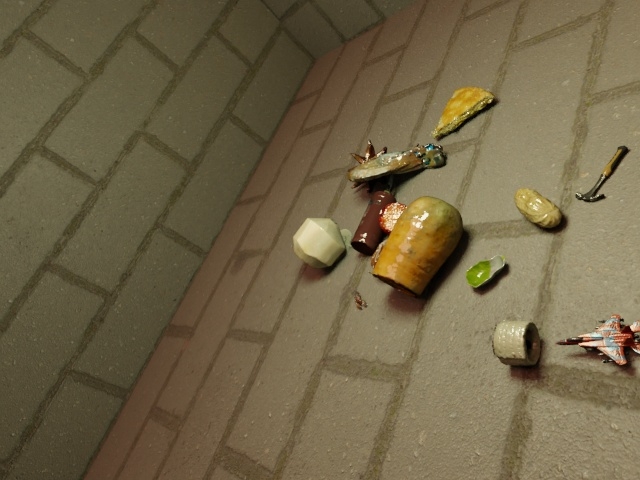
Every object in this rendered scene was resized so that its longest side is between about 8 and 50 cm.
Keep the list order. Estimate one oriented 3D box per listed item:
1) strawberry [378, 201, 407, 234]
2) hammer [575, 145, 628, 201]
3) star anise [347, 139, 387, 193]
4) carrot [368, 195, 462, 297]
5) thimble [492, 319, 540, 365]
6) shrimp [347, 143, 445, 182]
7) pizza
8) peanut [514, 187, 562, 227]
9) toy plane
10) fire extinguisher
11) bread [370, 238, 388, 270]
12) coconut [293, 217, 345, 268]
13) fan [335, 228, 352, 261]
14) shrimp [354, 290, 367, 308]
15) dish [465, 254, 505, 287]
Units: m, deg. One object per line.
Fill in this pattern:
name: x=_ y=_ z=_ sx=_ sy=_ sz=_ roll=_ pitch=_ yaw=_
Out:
strawberry: x=0.308 y=-0.083 z=1.877 sx=0.145 sy=0.086 sz=0.145 roll=-3 pitch=69 yaw=7
hammer: x=0.851 y=-0.198 z=1.372 sx=0.201 sy=0.021 sz=0.078 roll=-53 pitch=31 yaw=-1
star anise: x=0.251 y=-0.353 z=2.253 sx=0.272 sy=0.103 sz=0.271 roll=-6 pitch=81 yaw=37
carrot: x=0.344 y=0.020 z=1.617 sx=0.340 sy=0.224 sz=0.224 roll=-59 pitch=31 yaw=-5
thimble: x=0.522 y=0.272 z=1.229 sx=0.090 sy=0.102 sz=0.115 roll=-11 pitch=42 yaw=48
shrimp: x=0.322 y=-0.335 z=2.031 sx=0.446 sy=0.109 sz=0.221 roll=-11 pitch=19 yaw=26
pizza: x=0.601 y=-0.558 z=2.038 sx=0.287 sy=0.075 sz=0.280 roll=-46 pitch=27 yaw=13
peanut: x=0.672 y=-0.104 z=1.444 sx=0.083 sy=0.093 sz=0.194 roll=-56 pitch=30 yaw=20
toy plane: x=0.669 y=0.243 z=1.111 sx=0.189 sy=0.061 sz=0.130 roll=-24 pitch=41 yaw=44
fire extinguisher: x=0.244 y=-0.110 z=1.973 sx=0.114 sy=0.135 sz=0.337 roll=21 pitch=69 yaw=14
bread: x=0.275 y=0.068 z=1.799 sx=0.160 sy=0.073 sz=0.160 roll=-37 pitch=32 yaw=29
coconut: x=0.002 y=0.002 z=2.082 sx=0.241 sy=0.241 sz=0.241 roll=-33 pitch=35 yaw=28
fan: x=0.116 y=0.024 z=2.116 sx=0.329 sy=0.009 sz=0.190 roll=0 pitch=57 yaw=53
shrimp: x=0.153 y=0.238 z=1.823 sx=0.038 sy=0.029 sz=0.092 roll=-46 pitch=35 yaw=8
dish: x=0.531 y=0.102 z=1.461 sx=0.137 sy=0.039 sz=0.091 roll=-37 pitch=28 yaw=21
